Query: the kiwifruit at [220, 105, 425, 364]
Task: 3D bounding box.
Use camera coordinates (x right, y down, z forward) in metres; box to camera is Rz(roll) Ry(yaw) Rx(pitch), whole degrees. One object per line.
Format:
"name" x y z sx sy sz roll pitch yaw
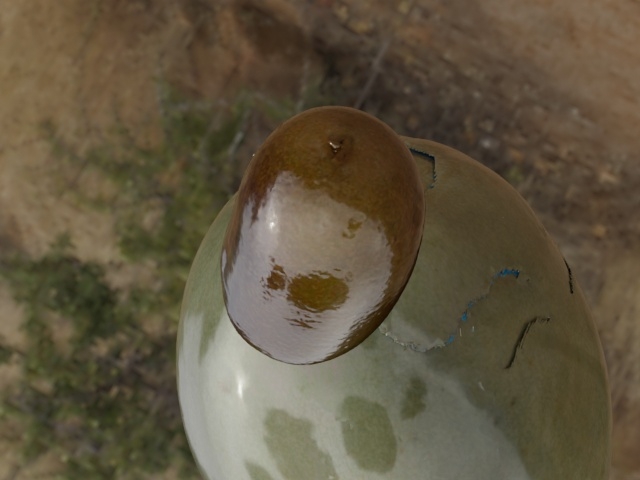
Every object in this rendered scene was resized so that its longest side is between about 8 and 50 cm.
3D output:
"kiwifruit" 0.000 0.000 0.573 0.075 0.075 0.124 27 149 7

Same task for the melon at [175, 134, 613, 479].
"melon" 0.041 0.085 0.978 0.268 0.268 0.330 9 130 52
